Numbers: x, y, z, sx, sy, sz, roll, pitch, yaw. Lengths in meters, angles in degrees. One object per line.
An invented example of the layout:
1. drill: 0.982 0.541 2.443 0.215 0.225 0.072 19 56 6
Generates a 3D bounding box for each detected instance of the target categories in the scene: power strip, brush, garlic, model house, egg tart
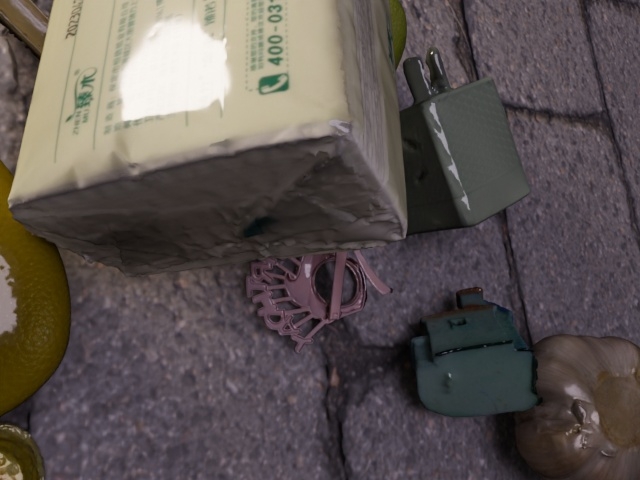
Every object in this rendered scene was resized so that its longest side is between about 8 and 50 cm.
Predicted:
1. power strip: 0.154 -0.133 0.726 0.139 0.140 0.225 -26 98 -30
2. brush: -0.262 -0.177 0.607 0.248 0.036 0.043 46 65 -17
3. garlic: 0.353 0.233 0.738 0.227 0.152 0.228 4 78 -19
4. model house: 0.189 0.132 0.710 0.149 0.148 0.120 -84 162 -57
5. egg tart: -0.290 0.213 0.477 0.105 0.039 0.105 8 72 -27

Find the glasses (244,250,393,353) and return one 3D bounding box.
1. glasses: -0.008 0.002 0.653 0.162 0.095 0.256 2 73 -18

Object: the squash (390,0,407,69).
1. squash: 0.037 -0.239 0.718 0.132 0.132 0.247 41 62 -11

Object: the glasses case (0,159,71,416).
1. glasses case: -0.349 -0.022 0.454 0.173 0.141 0.371 -43 98 -30

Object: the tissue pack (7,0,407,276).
1. tissue pack: -0.087 -0.174 0.506 0.207 0.297 0.381 48 38 -60
